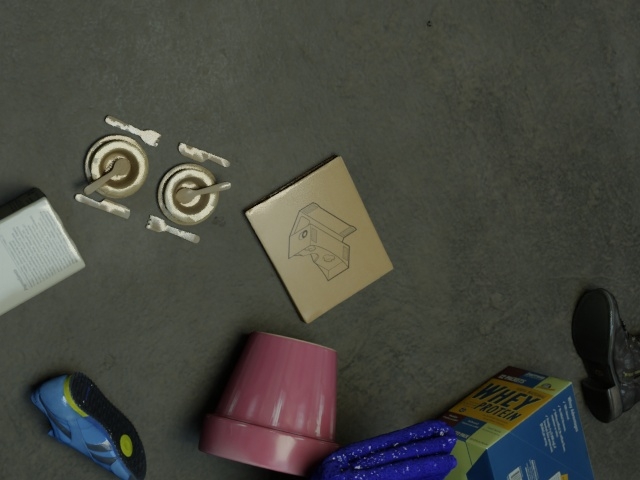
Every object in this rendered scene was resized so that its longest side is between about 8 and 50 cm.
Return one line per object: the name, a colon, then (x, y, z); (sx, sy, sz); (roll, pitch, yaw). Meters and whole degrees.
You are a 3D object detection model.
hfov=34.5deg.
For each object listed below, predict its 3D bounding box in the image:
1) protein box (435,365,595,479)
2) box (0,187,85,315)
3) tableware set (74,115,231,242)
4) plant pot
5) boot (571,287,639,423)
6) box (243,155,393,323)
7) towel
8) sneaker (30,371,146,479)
protein box: (0.306, 0.343, 1.638); (0.201, 0.136, 0.200); (-29, 112, -31)
box: (-0.447, 0.049, 1.301); (0.275, 0.094, 0.113); (-30, 111, -14)
tableware set: (-0.224, -0.078, 1.397); (0.194, 0.039, 0.128); (20, 93, -26)
plant pot: (-0.057, 0.231, 1.464); (0.201, 0.201, 0.180); (18, 79, -25)
boot: (0.552, 0.175, 1.768); (0.229, 0.091, 0.263); (-18, 112, -24)
box: (0.000, 0.000, 1.520); (0.164, 0.021, 0.201); (-32, 113, -13)
towel: (0.049, 0.375, 1.438); (0.227, 0.076, 0.308); (-11, 145, -34)
sneaker: (-0.319, 0.266, 1.429); (0.082, 0.069, 0.209); (-21, 123, 17)
